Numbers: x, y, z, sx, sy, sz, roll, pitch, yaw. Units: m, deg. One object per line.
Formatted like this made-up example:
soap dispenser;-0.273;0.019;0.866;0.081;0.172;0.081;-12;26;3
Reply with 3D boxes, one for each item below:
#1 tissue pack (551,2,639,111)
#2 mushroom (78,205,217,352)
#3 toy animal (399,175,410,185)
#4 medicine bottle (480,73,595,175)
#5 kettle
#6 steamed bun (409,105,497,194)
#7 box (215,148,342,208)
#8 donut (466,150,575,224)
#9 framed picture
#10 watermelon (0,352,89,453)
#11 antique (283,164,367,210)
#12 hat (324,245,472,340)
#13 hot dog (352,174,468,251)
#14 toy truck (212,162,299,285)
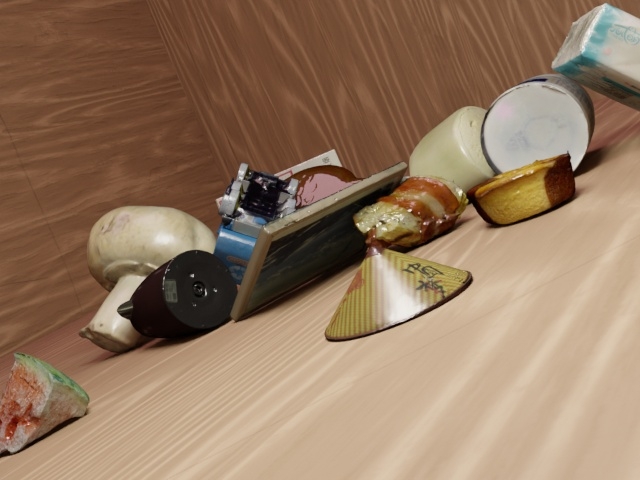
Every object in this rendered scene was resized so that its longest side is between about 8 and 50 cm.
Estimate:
tissue pack;0.594;-0.324;1.522;0.124;0.271;0.201;-64;1;7
mushroom;-0.378;0.097;1.760;0.314;0.314;0.336;-19;37;42
toy animal;0.256;-0.130;1.989;0.170;0.090;0.255;-4;7;-22
medicine bottle;0.429;-0.220;1.576;0.190;0.190;0.332;-21;5;24
kettle;-0.258;0.111;1.545;0.202;0.144;0.232;-4;-12;-36
steamed bun;0.286;-0.177;1.740;0.200;0.155;0.250;-35;6;37
box;-0.072;-0.064;2.047;0.330;0.210;0.095;-23;-25;3
donut;0.314;-0.078;1.261;0.166;0.073;0.184;-26;5;-19
framed picture;0.000;0.000;1.442;0.335;0.022;0.247;-27;-26;-37
watermelon;-0.401;0.225;1.124;0.158;0.121;0.098;-31;30;-30
antique;0.002;-0.066;1.886;0.278;0.129;0.223;-7;50;25
hat;0.080;0.044;0.984;0.193;0.082;0.193;-22;5;2
hot dog;0.161;-0.039;1.437;0.213;0.103;0.146;-30;32;-23
toy truck;-0.137;-0.036;1.670;0.146;0.175;0.367;19;19;-4
